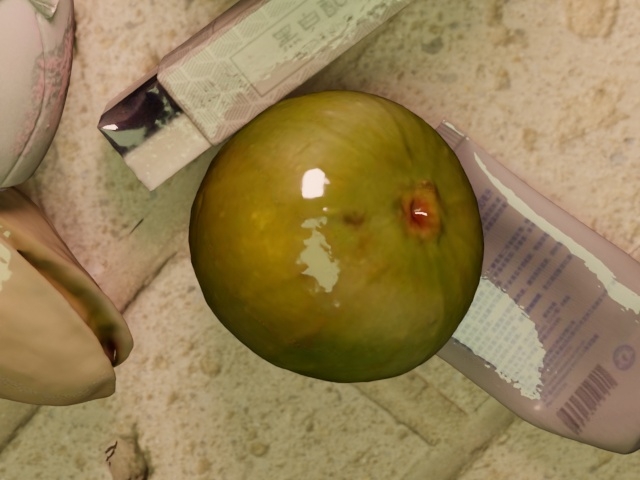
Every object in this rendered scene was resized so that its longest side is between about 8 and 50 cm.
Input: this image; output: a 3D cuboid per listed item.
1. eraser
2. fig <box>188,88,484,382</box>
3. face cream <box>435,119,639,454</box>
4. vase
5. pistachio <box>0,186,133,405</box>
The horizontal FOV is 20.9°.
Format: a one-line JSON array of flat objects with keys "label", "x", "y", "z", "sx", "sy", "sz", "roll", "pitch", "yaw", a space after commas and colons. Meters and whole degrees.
[{"label": "eraser", "x": -0.041, "y": -0.211, "z": 1.756, "sx": 0.404, "sy": 0.096, "sz": 0.098, "roll": -36, "pitch": 107, "yaw": 12}, {"label": "fig", "x": 0.000, "y": 0.000, "z": 1.740, "sx": 0.316, "sy": 0.316, "sz": 0.316, "roll": 0, "pitch": 110, "yaw": 1}, {"label": "face cream", "x": 0.236, "y": 0.082, "z": 1.860, "sx": 0.420, "sy": 0.137, "sz": 0.235, "roll": 35, "pitch": 110, "yaw": -3}, {"label": "vase", "x": -0.334, "y": -0.279, "z": 1.665, "sx": 0.250, "sy": 0.250, "sz": 0.445, "roll": 11, "pitch": 104, "yaw": -3}, {"label": "pistachio", "x": -0.339, "y": 0.050, "z": 1.798, "sx": 0.332, "sy": 0.208, "sz": 0.226, "roll": 43, "pitch": 139, "yaw": -17}]
